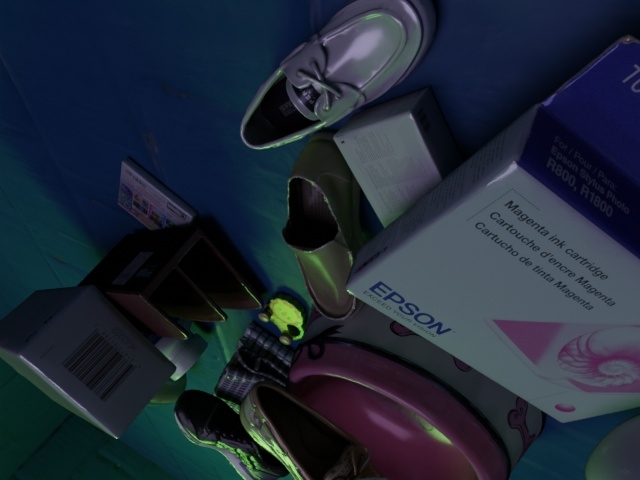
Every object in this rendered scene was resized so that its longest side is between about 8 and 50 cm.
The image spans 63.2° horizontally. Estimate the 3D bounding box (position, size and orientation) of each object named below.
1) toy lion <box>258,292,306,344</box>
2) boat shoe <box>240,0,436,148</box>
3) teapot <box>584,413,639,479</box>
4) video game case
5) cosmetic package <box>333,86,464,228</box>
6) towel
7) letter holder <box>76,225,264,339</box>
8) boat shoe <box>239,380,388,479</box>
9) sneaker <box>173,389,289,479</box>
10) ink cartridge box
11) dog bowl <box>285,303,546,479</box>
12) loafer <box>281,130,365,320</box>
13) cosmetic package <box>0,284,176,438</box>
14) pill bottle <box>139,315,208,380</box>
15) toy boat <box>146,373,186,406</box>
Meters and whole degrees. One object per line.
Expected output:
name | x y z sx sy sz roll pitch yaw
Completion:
toy lion | -0.060 0.141 0.953 0.096 0.034 0.100 -23 113 43
boat shoe | 0.005 -0.156 0.527 0.095 0.084 0.258 48 143 -11
teapot | 0.410 0.251 0.501 0.252 0.187 0.256 44 179 8
video game case | -0.303 -0.060 0.955 0.157 0.019 0.143 38 144 0
cosmetic package | 0.118 -0.039 0.574 0.098 0.060 0.239 -10 123 40
towel | -0.110 0.334 1.125 0.235 0.121 0.284 35 144 4
letter holder | -0.281 0.107 0.982 0.301 0.152 0.214 -3 133 48
boat shoe | -0.002 0.320 0.776 0.285 0.105 0.089 35 147 6
sneaker | -0.167 0.394 1.080 0.124 0.107 0.283 -30 114 37
ink cartridge box | 0.241 0.042 0.474 0.324 0.072 0.330 32 141 -12
dog bowl | 0.122 0.259 0.818 0.407 0.150 0.408 23 141 20
loafer | 0.000 0.000 0.663 0.101 0.092 0.269 14 126 34
cosmetic package | -0.505 0.227 1.054 0.453 0.162 0.230 -8 126 49
pill bottle | -0.393 0.188 1.188 0.272 0.152 0.152 45 144 -7
toy boat | -0.512 0.337 1.415 0.318 0.148 0.267 39 179 21
